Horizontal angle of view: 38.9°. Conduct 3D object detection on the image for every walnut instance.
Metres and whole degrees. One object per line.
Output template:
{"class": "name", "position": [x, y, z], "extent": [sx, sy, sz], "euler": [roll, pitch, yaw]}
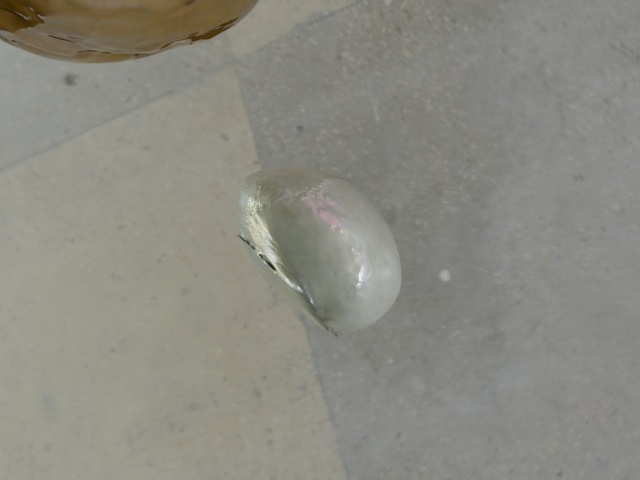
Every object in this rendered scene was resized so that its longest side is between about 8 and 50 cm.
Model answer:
{"class": "walnut", "position": [-0.112, -0.175, 0.475], "extent": [0.167, 0.207, 0.167], "euler": [24, 124, 41]}

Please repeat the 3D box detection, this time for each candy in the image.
{"class": "candy", "position": [0.000, 0.000, 1.253], "extent": [0.185, 0.295, 0.295], "euler": [-42, 70, -8]}
